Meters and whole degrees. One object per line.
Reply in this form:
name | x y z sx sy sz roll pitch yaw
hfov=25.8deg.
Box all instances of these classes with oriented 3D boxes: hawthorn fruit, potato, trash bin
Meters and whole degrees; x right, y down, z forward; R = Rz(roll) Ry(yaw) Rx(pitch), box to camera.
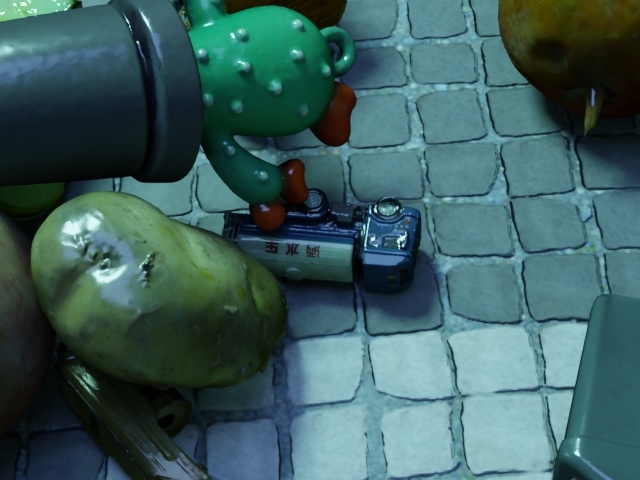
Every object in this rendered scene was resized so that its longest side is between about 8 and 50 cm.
hawthorn fruit | 0.314 -0.248 1.503 0.277 0.277 0.298 15 73 14
potato | -0.140 0.055 1.288 0.296 0.141 0.192 11 35 -51
trash bin | 0.307 0.170 1.263 0.176 0.101 0.236 8 50 11

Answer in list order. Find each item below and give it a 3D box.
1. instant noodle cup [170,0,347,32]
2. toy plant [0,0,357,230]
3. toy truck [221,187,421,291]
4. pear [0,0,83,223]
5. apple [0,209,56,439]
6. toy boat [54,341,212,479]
instant noodle cup | -0.089 -0.296 1.582 0.182 0.230 0.230 -24 54 -27
toy plant | -0.139 -0.159 1.342 0.400 0.185 0.279 -10 62 -24
toy truck | 0.000 0.000 1.424 0.201 0.074 0.088 5 56 7
pear | -0.398 -0.144 1.494 0.281 0.176 0.286 12 52 15
apple | -0.415 0.069 1.257 0.344 0.269 0.345 -2 51 2
toy boat | -0.172 0.158 1.307 0.088 0.068 0.226 -29 55 -30
